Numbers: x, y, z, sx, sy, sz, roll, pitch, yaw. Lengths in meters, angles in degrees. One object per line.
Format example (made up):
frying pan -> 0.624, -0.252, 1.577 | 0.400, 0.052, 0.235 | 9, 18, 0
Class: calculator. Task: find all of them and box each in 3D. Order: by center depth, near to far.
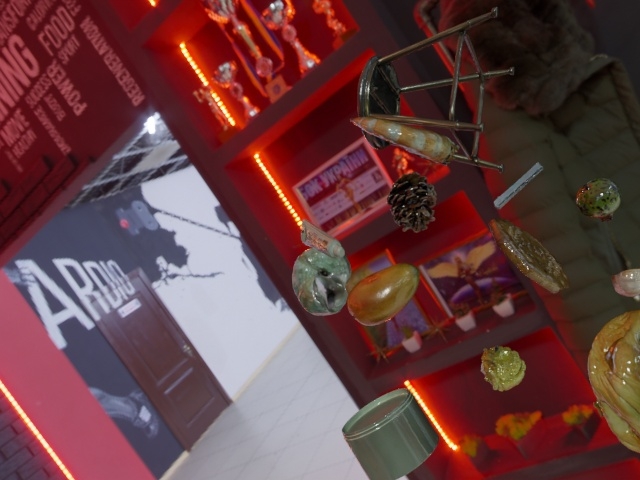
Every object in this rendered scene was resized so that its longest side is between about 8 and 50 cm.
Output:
calculator -> 0.577, -0.158, 1.493 | 0.172, 0.018, 0.057 | -47, 11, 22

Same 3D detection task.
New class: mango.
mango -> 0.168, 0.144, 1.366 | 0.221, 0.120, 0.152 | -34, 19, 32

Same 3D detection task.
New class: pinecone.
pinecone -> 0.326, -0.135, 1.832 | 0.179, 0.184, 0.205 | -33, 29, 31

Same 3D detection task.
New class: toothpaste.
toothpaste -> 0.000, 0.000, 1.268 | 0.037, 0.067, 0.255 | -4, 14, -23

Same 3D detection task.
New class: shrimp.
shrimp -> 0.191, -0.255, 1.260 | 0.185, 0.286, 0.068 | -11, -62, -70

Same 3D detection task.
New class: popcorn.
popcorn -> 0.692, 0.482, 1.958 | 0.173, 0.174, 0.142 | -34, -34, 8

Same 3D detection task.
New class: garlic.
garlic -> 0.925, 0.128, 1.522 | 0.094, 0.113, 0.074 | 4, 59, 21

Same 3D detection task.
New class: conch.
conch -> 0.013, 0.122, 1.705 | 0.195, 0.220, 0.277 | -59, -9, 25

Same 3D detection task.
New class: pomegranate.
pomegranate -> 0.821, -0.110, 1.496 | 0.122, 0.161, 0.122 | -31, 31, 21

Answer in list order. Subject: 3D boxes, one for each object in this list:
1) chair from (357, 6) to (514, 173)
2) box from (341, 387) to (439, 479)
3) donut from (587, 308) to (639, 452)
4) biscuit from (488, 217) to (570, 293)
chair -> 0.354, -0.437, 1.602 | 0.409, 0.362, 0.364 | 5, -9, 28
box -> 0.189, 0.529, 1.397 | 0.226, 0.149, 0.226 | -31, -5, -3
donut -> 0.805, 0.334, 1.224 | 0.360, 0.360, 0.170 | -36, 3, -26
biscuit -> 0.747, 0.045, 1.825 | 0.046, 0.359, 0.359 | -52, -5, 28
